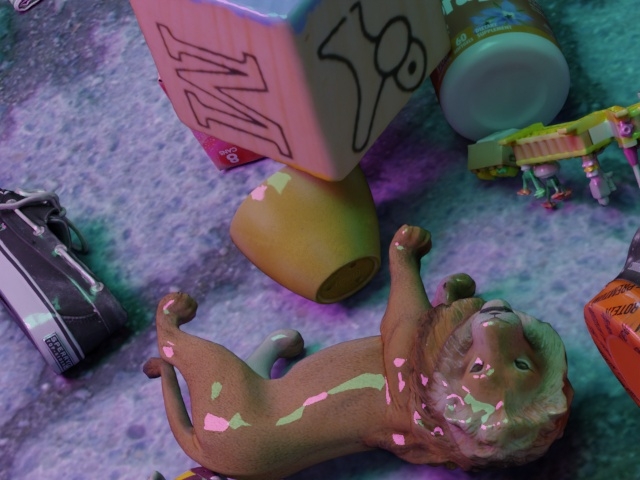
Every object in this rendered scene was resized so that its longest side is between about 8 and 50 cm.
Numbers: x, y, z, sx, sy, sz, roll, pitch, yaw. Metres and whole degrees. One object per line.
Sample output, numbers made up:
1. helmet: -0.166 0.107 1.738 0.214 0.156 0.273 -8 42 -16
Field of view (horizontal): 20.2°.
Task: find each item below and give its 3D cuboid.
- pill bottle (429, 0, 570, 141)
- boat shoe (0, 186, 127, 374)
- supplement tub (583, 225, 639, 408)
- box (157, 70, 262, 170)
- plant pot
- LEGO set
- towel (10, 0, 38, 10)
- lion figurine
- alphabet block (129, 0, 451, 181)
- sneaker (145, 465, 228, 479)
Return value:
1. pill bottle: 0.150 -0.199 1.684 0.121 0.121 0.216 -24 42 9
2. boat shoe: -0.287 0.003 1.763 0.105 0.113 0.306 -34 44 -12
3. supplement tub: 0.369 0.007 1.289 0.338 0.207 0.207 -37 42 -6
4. box: -0.061 -0.235 1.829 0.154 0.142 0.300 -16 43 17
5. plant pot: 0.000 0.000 1.594 0.134 0.134 0.095 -33 65 -1
6. LEGO set: 0.259 -0.065 1.535 0.287 0.107 0.132 -17 9 23
7. towel: -0.349 -0.345 2.200 0.113 0.023 0.152 -34 41 -4
8. lion figurine: 0.016 0.123 1.455 0.392 0.142 0.240 -22 40 20
9. alphabet block: -0.026 -0.200 1.534 0.193 0.197 0.192 24 60 32
10. sneaker: -0.081 0.222 1.458 0.185 0.069 0.084 2 52 30
